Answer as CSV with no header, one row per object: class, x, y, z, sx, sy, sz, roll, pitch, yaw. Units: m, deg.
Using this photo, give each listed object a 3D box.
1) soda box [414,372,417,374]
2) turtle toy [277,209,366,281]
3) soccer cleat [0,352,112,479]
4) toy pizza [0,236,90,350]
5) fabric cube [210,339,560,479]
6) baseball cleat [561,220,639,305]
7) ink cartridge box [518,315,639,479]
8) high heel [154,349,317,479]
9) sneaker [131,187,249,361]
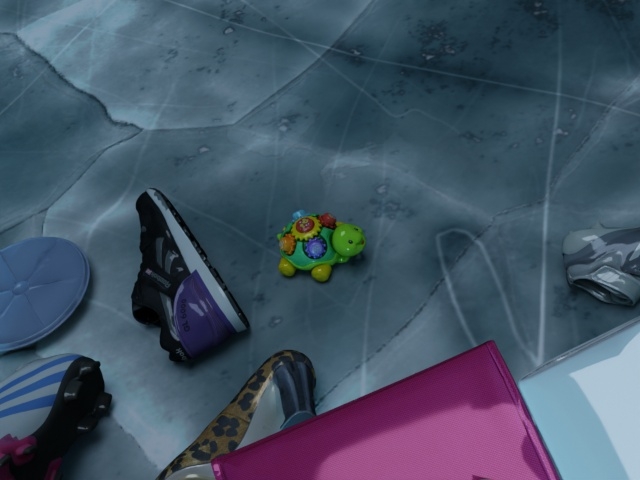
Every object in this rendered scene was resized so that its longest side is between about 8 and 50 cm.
soda box,0.087,0.237,1.075,0.058,0.061,0.181,20,59,30
turtle toy,0.000,0.000,1.303,0.130,0.066,0.095,8,53,23
soccer cleat,-0.366,0.245,1.136,0.143,0.116,0.331,-5,23,19
toy pizza,-0.417,0.077,1.390,0.201,0.032,0.201,-9,47,10
fabric cube,0.094,0.281,0.833,0.258,0.259,0.254,-24,55,5
baseball cleat,0.396,0.023,1.173,0.205,0.072,0.109,-9,62,16
ink cartridge box,0.292,0.216,0.795,0.131,0.306,0.226,-29,58,11
high heel,-0.110,0.235,1.154,0.261,0.093,0.186,-36,18,8
sneaker,-0.212,0.042,1.313,0.124,0.107,0.283,-34,49,-4
